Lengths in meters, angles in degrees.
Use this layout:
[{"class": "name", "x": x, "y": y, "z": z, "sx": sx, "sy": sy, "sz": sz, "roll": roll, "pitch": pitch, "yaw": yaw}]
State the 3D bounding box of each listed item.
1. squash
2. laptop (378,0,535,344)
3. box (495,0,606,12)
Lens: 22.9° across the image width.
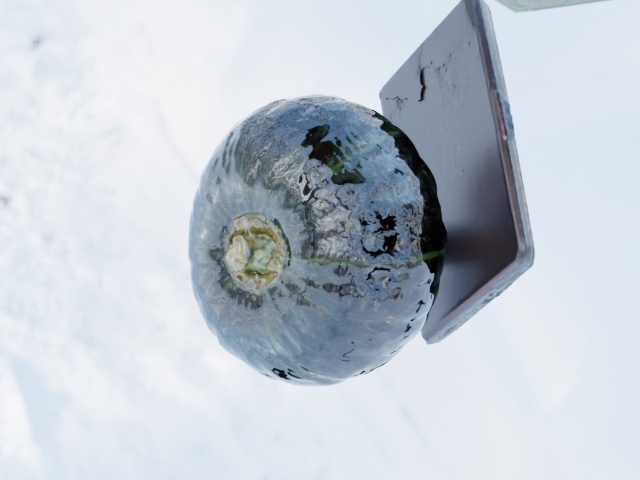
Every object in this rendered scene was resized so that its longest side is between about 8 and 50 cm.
[{"class": "squash", "x": -0.004, "y": 0.000, "z": 1.058, "sx": 0.193, "sy": 0.193, "sz": 0.156, "roll": 21, "pitch": 36, "yaw": 22}, {"class": "laptop", "x": 0.095, "y": -0.049, "z": 1.102, "sx": 0.026, "sy": 0.154, "sz": 0.207, "roll": 5, "pitch": 62, "yaw": -26}, {"class": "box", "x": 0.262, "y": -0.314, "z": 1.745, "sx": 0.220, "sy": 0.064, "sz": 0.141, "roll": 3, "pitch": -15, "yaw": 46}]
